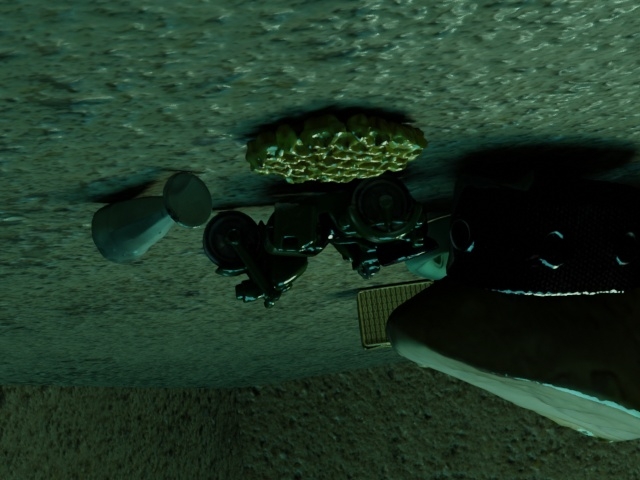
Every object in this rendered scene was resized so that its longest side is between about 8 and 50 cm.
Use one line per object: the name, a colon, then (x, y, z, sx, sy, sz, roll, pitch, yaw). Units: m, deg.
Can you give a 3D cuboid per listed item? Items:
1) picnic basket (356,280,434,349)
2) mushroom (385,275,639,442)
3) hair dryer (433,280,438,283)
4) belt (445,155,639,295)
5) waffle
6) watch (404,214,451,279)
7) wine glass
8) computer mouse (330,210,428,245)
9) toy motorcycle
picnic basket: (0.151, 0.143, 2.415, 0.164, 0.115, 0.079, -8, 170, 7)
mushroom: (0.302, 0.088, 1.722, 0.397, 0.314, 0.224, 17, 163, -5)
hair dryer: (0.347, 0.053, 2.141, 0.244, 0.116, 0.302, -7, 163, -13)
belt: (0.277, -0.022, 1.542, 0.289, 0.164, 0.184, -1, -166, -35)
waffle: (0.015, -0.092, 1.296, 0.191, 0.038, 0.191, -7, 169, -1)
watch: (0.230, 0.006, 1.898, 0.195, 0.068, 0.237, -14, 164, 21)
wine glass: (-0.190, -0.023, 1.432, 0.073, 0.073, 0.155, 2, 166, -41)
computer mouse: (0.079, -0.006, 1.728, 0.105, 0.062, 0.192, -14, 168, 34)
toy motorcycle: (0.000, 0.000, 1.540, 0.275, 0.127, 0.205, -8, 172, -9)
